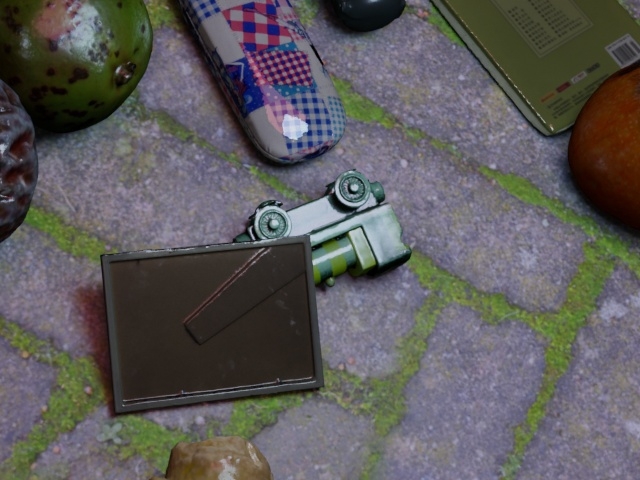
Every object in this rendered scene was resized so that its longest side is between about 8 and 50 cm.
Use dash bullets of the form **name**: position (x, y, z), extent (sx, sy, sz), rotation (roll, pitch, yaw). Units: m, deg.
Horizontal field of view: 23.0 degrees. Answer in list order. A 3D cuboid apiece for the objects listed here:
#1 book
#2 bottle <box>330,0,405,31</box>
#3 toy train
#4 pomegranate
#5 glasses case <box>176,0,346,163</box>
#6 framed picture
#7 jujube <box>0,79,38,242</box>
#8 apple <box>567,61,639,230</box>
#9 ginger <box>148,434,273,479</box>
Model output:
- **book**: position (0.284, -0.323, 2.134), extent (0.239, 0.035, 0.352), rotation (-32, 77, -27)
- **bottle**: position (0.035, -0.404, 2.044), extent (0.156, 0.143, 0.271), rotation (-7, 70, -18)
- **toy train**: position (0.000, 0.000, 1.884), extent (0.200, 0.083, 0.132), rotation (-23, 85, -15)
- **pomegranate**: position (-0.316, -0.240, 1.850), extent (0.263, 0.211, 0.211), rotation (29, 58, 32)
- **glasses case**: position (-0.081, -0.243, 1.975), extent (0.125, 0.076, 0.327), rotation (-22, 73, -21)
- **framed picture**: position (-0.123, 0.094, 1.803), extent (0.250, 0.016, 0.184), rotation (-7, 92, -17)
- **jujube**: position (-0.474, -0.082, 1.719), extent (0.317, 0.226, 0.226), rotation (-5, 68, -16)
- **apple**: position (0.436, -0.125, 1.986), extent (0.230, 0.230, 0.230), rotation (6, 65, -13)
- **ginger**: position (-0.144, 0.370, 1.656), extent (0.190, 0.126, 0.354), rotation (36, 64, -9)
